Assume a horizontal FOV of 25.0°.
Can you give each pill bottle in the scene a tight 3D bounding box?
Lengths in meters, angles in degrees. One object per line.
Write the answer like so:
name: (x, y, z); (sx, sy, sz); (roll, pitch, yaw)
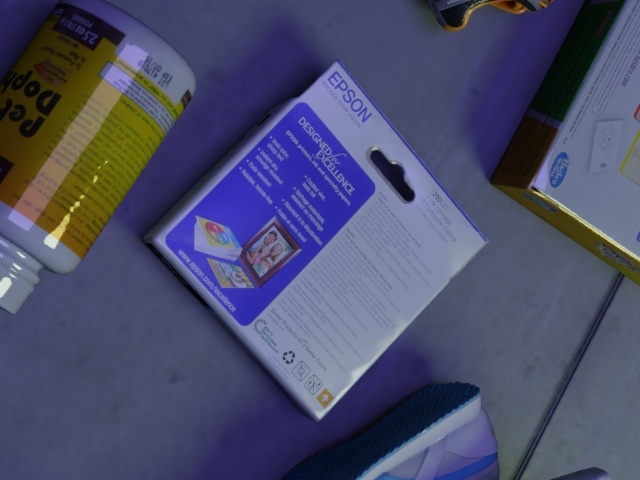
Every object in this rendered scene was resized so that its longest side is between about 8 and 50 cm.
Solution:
pill bottle: (-0.189, -0.059, 1.014); (0.117, 0.117, 0.215); (37, 79, -22)

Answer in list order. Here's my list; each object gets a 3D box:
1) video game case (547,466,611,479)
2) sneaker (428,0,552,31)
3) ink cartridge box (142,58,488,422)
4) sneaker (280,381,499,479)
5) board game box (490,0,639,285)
video game case: (0.123, 0.375, 1.122); (0.300, 0.036, 0.328); (-15, 93, -12)
sneaker: (0.177, -0.228, 1.186); (0.215, 0.084, 0.083); (-13, 100, -12)
ink cartridge box: (0.000, 0.000, 1.142); (0.208, 0.045, 0.206); (-45, 110, -13)
sneaker: (0.048, 0.205, 1.159); (0.229, 0.087, 0.092); (-28, 107, -17)
board game box: (0.334, -0.072, 1.273); (0.317, 0.064, 0.242); (33, 81, -23)
